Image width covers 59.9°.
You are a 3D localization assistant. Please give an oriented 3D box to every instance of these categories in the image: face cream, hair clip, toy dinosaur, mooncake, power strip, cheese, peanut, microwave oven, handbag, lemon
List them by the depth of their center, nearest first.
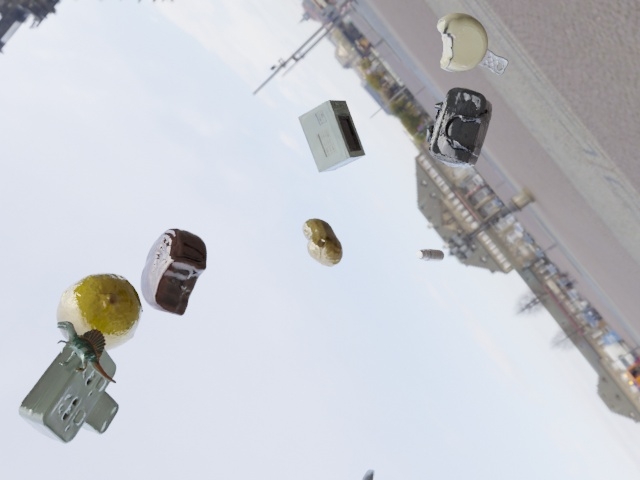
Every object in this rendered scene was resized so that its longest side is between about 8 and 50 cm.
[{"bbox_3d":[-0.559,0.265,1.340,0.187,0.106,0.044,27,165,-22],"label":"toy dinosaur"},{"bbox_3d":[-0.640,0.396,1.434,0.261,0.141,0.230,84,-154,-50],"label":"power strip"},{"bbox_3d":[0.292,0.039,1.487,0.130,0.034,0.034,5,-132,-56],"label":"face cream"},{"bbox_3d":[0.137,0.718,1.600,0.275,0.048,0.083,-25,-72,-76],"label":"hair clip"},{"bbox_3d":[0.454,-0.576,1.631,0.248,0.164,0.071,-2,-152,-15],"label":"cheese"},{"bbox_3d":[-0.693,0.226,1.749,0.260,0.284,0.261,23,-144,-19],"label":"lemon"},{"bbox_3d":[0.456,-0.371,1.828,0.181,0.255,0.181,21,-169,24],"label":"handbag"},{"bbox_3d":[0.040,-0.358,1.909,0.122,0.162,0.208,-19,-91,-55],"label":"microwave oven"},{"bbox_3d":[0.000,0.000,1.985,0.110,0.120,0.236,46,-172,-47],"label":"peanut"},{"bbox_3d":[-0.584,0.129,2.180,0.174,0.325,0.334,23,-137,-35],"label":"mooncake"}]
